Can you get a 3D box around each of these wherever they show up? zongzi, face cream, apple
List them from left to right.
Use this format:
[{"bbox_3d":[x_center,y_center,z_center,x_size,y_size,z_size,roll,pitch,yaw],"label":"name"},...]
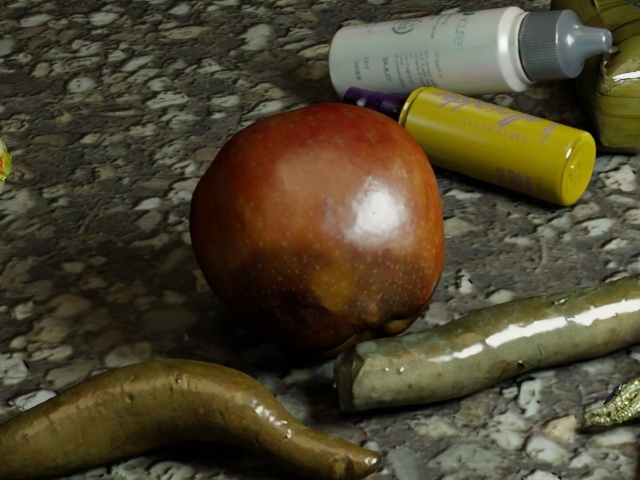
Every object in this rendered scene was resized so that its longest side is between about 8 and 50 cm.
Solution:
[{"bbox_3d":[0.000,0.000,1.546,0.230,0.230,0.230,-2,35,1],"label":"apple"},{"bbox_3d":[0.143,-0.109,1.801,0.273,0.078,0.078,20,40,29],"label":"face cream"},{"bbox_3d":[0.158,-0.194,1.837,0.311,0.092,0.092,-1,30,35],"label":"face cream"},{"bbox_3d":[0.404,-0.207,1.876,0.289,0.123,0.260,-8,37,-1],"label":"zongzi"}]

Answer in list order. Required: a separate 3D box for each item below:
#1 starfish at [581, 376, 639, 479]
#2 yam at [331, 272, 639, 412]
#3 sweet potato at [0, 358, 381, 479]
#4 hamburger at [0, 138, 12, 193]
[{"bbox_3d":[0.329,0.133,1.454,0.208,0.053,0.176,-45,60,-12],"label":"starfish"},{"bbox_3d":[0.163,0.088,1.525,0.317,0.067,0.071,-13,10,-16],"label":"yam"},{"bbox_3d":[-0.123,0.152,1.451,0.346,0.079,0.108,0,63,1],"label":"sweet potato"},{"bbox_3d":[-0.378,-0.076,1.787,0.127,0.081,0.141,-14,35,-16],"label":"hamburger"}]
